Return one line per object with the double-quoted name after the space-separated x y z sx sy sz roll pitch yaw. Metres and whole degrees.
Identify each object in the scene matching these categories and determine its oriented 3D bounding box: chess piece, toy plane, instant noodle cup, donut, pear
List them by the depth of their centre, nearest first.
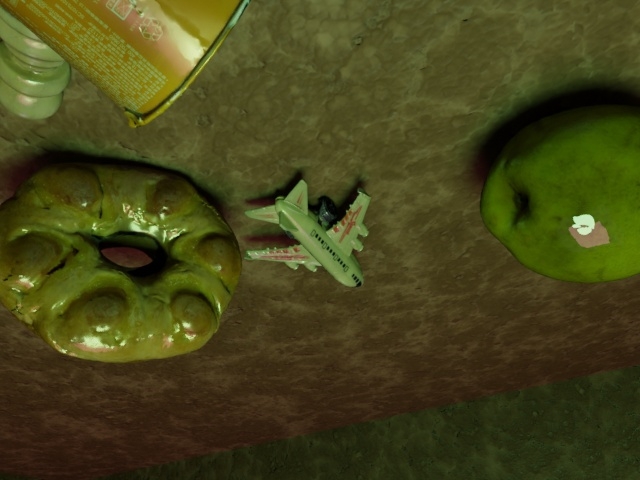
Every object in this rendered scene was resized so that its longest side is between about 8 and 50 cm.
-0.166 -0.229 0.427 0.215 0.216 0.172 -31 130 32 "instant noodle cup"
-0.307 -0.199 0.551 0.094 0.094 0.170 16 148 -29 "chess piece"
-0.273 0.030 0.719 0.317 0.299 0.150 41 144 -8 "donut"
0.382 -0.063 0.721 0.306 0.253 0.253 1 146 -25 "pear"
0.000 0.000 0.867 0.241 0.104 0.256 -27 141 23 "toy plane"
